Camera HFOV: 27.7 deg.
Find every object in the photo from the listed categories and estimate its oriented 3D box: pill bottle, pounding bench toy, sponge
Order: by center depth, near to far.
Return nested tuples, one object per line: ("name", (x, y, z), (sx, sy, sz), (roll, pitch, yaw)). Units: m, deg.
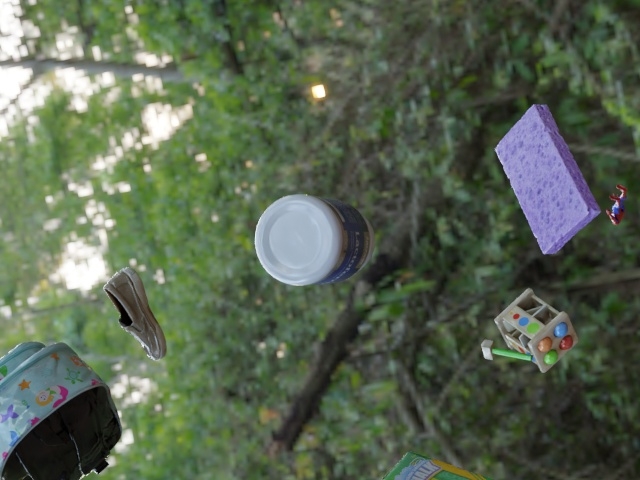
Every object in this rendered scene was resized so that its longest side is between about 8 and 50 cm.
("pounding bench toy", (0.218, 0.106, 1.359), (0.065, 0.083, 0.052), (38, 166, 46))
("sponge", (0.347, -0.095, 2.003), (0.117, 0.031, 0.210), (-52, 49, 43))
("pill bottle", (0.000, 0.000, 2.257), (0.265, 0.153, 0.153), (0, -101, -72))

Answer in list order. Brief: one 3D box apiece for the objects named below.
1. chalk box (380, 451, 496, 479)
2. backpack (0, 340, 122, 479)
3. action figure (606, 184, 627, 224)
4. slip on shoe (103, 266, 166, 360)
("chalk box", (0.178, 0.494, 2.217), (0.180, 0.289, 0.179), (-40, -45, -47))
("backpack", (-0.416, 0.264, 1.902), (0.191, 0.225, 0.253), (45, 157, 16))
("action figure", (0.521, -0.058, 2.282), (0.038, 0.030, 0.115), (-58, -24, -18))
("slip on shoe", (-0.228, 0.097, 1.593), (0.041, 0.051, 0.135), (-37, -48, -31))
